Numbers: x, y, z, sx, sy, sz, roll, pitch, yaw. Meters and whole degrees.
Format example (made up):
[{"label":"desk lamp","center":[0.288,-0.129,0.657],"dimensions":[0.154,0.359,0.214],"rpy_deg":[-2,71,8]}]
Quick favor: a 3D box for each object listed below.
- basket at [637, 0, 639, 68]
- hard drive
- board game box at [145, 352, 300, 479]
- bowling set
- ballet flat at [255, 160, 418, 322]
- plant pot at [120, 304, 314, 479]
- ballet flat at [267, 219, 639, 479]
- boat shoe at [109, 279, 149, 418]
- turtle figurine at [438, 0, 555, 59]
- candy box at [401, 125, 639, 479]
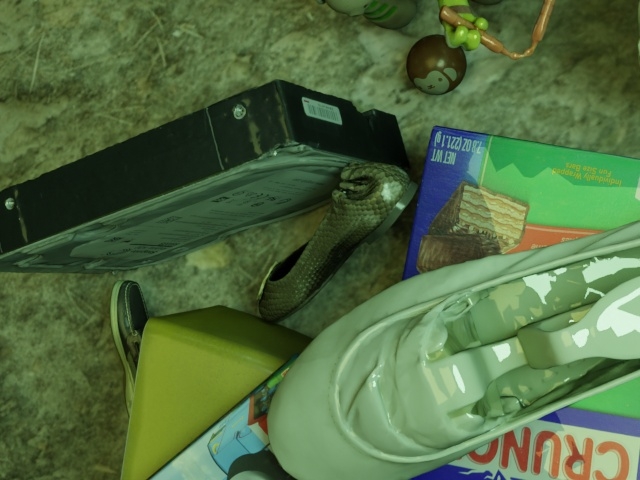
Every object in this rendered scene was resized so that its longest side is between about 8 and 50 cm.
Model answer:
[{"label":"basket","center":[0.396,-0.231,0.841],"dimensions":[0.328,0.266,0.331],"rpy_deg":[7,93,26]},{"label":"hard drive","center":[-0.118,-0.043,1.103],"dimensions":[0.339,0.237,0.064],"rpy_deg":[-18,80,24]},{"label":"board game box","center":[-0.049,0.217,0.976],"dimensions":[0.211,0.039,0.160],"rpy_deg":[-40,92,2]},{"label":"bowling set","center":[0.086,-0.234,1.054],"dimensions":[0.287,0.154,0.200],"rpy_deg":[-16,81,25]},{"label":"ballet flat","center":[0.000,0.000,1.081],"dimensions":[0.058,0.084,0.250],"rpy_deg":[36,144,-7]},{"label":"plant pot","center":[-0.046,0.180,1.088],"dimensions":[0.187,0.212,0.212],"rpy_deg":[9,92,12]},{"label":"ballet flat","center":[0.134,0.072,0.861],"dimensions":[0.400,0.139,0.139],"rpy_deg":[-22,78,10]},{"label":"boat shoe","center":[-0.170,0.111,1.229],"dimensions":[0.049,0.056,0.152],"rpy_deg":[-10,93,21]},{"label":"turtle figurine","center":[0.063,-0.262,0.947],"dimensions":[0.217,0.087,0.270],"rpy_deg":[-6,90,-6]},{"label":"candy box","center":[0.196,0.086,1.006],"dimensions":[0.268,0.122,0.317],"rpy_deg":[12,95,24]}]
